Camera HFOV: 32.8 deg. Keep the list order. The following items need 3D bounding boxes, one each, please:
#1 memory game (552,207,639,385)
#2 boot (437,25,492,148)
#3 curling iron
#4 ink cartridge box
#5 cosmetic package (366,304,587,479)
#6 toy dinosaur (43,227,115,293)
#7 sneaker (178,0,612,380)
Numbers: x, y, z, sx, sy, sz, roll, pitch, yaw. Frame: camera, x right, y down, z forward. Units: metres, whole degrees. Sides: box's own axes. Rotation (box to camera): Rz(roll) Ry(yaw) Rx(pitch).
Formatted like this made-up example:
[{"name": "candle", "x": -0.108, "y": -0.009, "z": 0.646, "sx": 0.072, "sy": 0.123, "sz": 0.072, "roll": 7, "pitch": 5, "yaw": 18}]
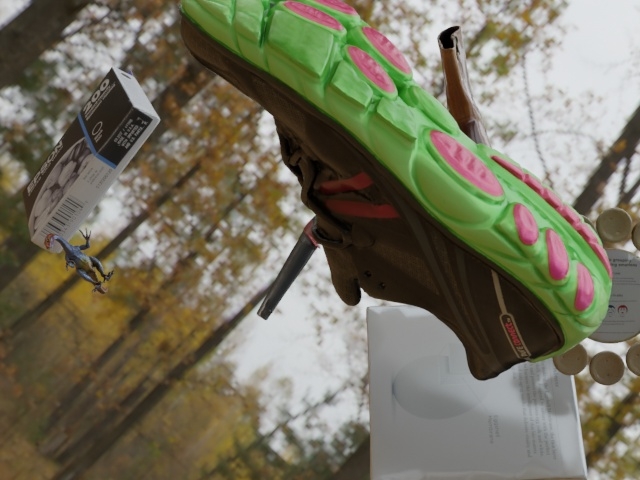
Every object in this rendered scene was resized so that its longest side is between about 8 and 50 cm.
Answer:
[{"name": "memory game", "x": 0.296, "y": 0.057, "z": 1.116, "sx": 0.186, "sy": 0.186, "sz": 0.012, "roll": 45, "pitch": 3, "yaw": -1}, {"name": "boot", "x": 0.251, "y": -0.198, "z": 1.835, "sx": 0.096, "sy": 0.264, "sz": 0.280, "roll": -4, "pitch": -60, "yaw": 15}, {"name": "curling iron", "x": 0.000, "y": 0.000, "z": 1.529, "sx": 0.068, "sy": 0.274, "sz": 0.035, "roll": 42, "pitch": -11, "yaw": -20}, {"name": "ink cartridge box", "x": -0.291, "y": -0.111, "z": 1.340, "sx": 0.045, "sy": 0.206, "sz": 0.208, "roll": 34, "pitch": 10, "yaw": -29}, {"name": "cosmetic package", "x": 0.171, "y": 0.194, "z": 1.229, "sx": 0.225, "sy": 0.224, "sz": 0.138, "roll": -4, "pitch": -34, "yaw": 7}, {"name": "toy dinosaur", "x": -0.284, "y": 0.026, "z": 1.258, "sx": 0.082, "sy": 0.047, "sz": 0.090, "roll": 36, "pitch": -36, "yaw": 6}, {"name": "sneaker", "x": 0.037, "y": -0.052, "z": 0.988, "sx": 0.483, "sy": 0.185, "sz": 0.202, "roll": 44, "pitch": -59, "yaw": 4}]
